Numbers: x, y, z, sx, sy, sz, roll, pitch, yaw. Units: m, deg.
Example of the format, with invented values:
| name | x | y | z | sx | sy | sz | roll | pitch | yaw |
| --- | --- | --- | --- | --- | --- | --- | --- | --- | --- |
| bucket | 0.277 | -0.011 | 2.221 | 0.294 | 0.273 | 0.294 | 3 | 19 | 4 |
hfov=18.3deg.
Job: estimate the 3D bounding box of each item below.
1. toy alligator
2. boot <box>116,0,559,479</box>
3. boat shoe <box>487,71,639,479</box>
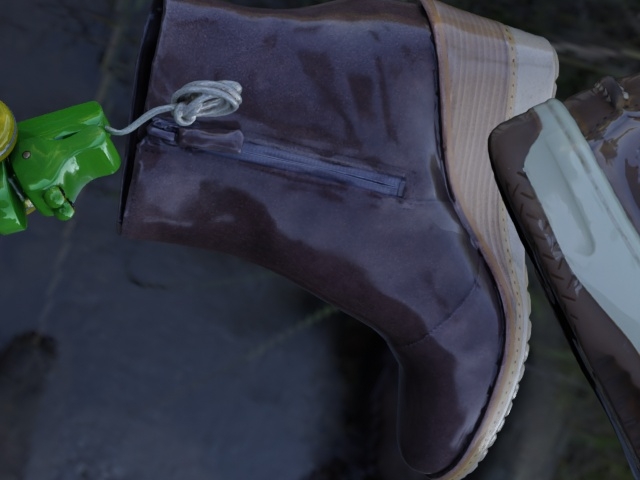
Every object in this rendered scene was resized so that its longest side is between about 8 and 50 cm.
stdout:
| name | x | y | z | sx | sy | sz | roll | pitch | yaw |
| --- | --- | --- | --- | --- | --- | --- | --- | --- | --- |
| toy alligator | -0.122 | -0.024 | 0.792 | 0.056 | 0.190 | 0.051 | 69 | 13 | -63 |
| boot | 0.000 | 0.000 | 0.970 | 0.207 | 0.090 | 0.248 | 2 | 106 | -18 |
| boat shoe | 0.145 | 0.063 | 0.605 | 0.095 | 0.095 | 0.257 | -25 | 88 | 2 |
